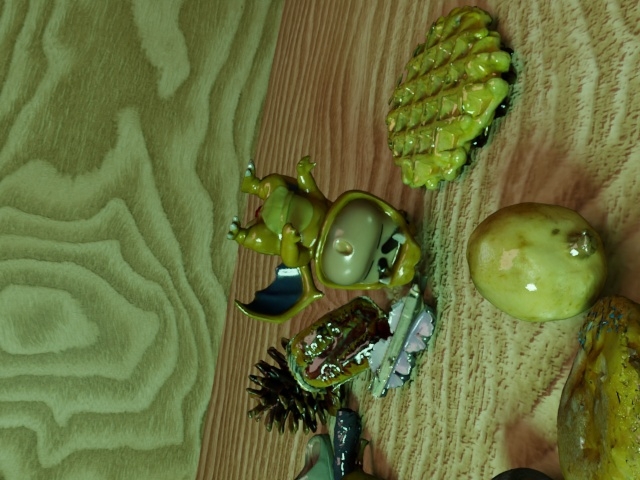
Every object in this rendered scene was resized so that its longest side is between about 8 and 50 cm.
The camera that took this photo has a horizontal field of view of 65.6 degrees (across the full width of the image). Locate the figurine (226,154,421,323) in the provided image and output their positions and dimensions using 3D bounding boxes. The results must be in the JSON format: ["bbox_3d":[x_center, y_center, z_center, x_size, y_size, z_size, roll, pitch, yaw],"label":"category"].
[{"bbox_3d":[0.007,-0.033,1.088,0.401,0.387,0.268,-81,7,-45],"label":"figurine"}]

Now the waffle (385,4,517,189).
[{"bbox_3d":[0.257,-0.309,1.092,0.382,0.095,0.380,-100,30,-45],"label":"waffle"}]

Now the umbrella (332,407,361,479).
[{"bbox_3d":[0.060,0.524,1.170,0.071,0.071,0.248,161,114,-63],"label":"umbrella"}]

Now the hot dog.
[{"bbox_3d":[0.048,0.237,1.139,0.270,0.082,0.163,-32,71,6],"label":"hot dog"}]

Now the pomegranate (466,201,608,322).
[{"bbox_3d":[0.306,0.027,0.693,0.196,0.196,0.196,-41,43,54],"label":"pomegranate"}]

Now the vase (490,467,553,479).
[{"bbox_3d":[0.276,0.409,0.683,0.120,0.120,0.183,-136,48,-63],"label":"vase"}]

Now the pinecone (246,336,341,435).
[{"bbox_3d":[-0.068,0.379,1.272,0.264,0.264,0.264,-41,43,54],"label":"pinecone"}]

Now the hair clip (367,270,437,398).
[{"bbox_3d":[0.167,0.204,1.021,0.106,0.084,0.292,26,111,21],"label":"hair clip"}]

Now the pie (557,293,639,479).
[{"bbox_3d":[0.329,0.183,0.565,0.273,0.069,0.273,7,-90,-80],"label":"pie"}]

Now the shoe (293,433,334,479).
[{"bbox_3d":[-0.016,0.610,1.245,0.103,0.100,0.251,-56,29,40],"label":"shoe"}]

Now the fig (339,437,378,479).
[{"bbox_3d":[0.086,0.537,1.027,0.274,0.145,0.170,-89,24,-56],"label":"fig"}]
